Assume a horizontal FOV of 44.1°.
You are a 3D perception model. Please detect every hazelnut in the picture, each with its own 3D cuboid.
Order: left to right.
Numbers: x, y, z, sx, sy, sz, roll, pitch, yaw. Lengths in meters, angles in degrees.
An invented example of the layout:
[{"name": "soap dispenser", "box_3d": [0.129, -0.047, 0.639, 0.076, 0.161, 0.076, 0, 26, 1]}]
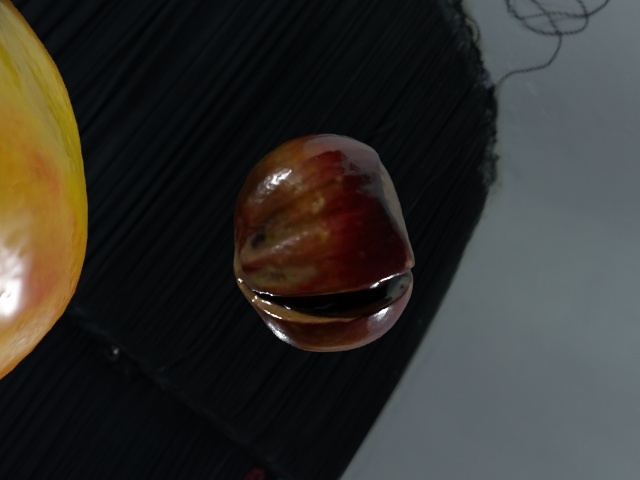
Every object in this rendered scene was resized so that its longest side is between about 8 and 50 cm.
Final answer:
[{"name": "hazelnut", "box_3d": [0.000, 0.000, 0.753, 0.178, 0.178, 0.204, 20, 130, 39]}]

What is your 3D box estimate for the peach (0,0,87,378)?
[{"name": "peach", "box_3d": [-0.274, -0.012, 0.398, 0.289, 0.289, 0.308, 33, 121, 4]}]
